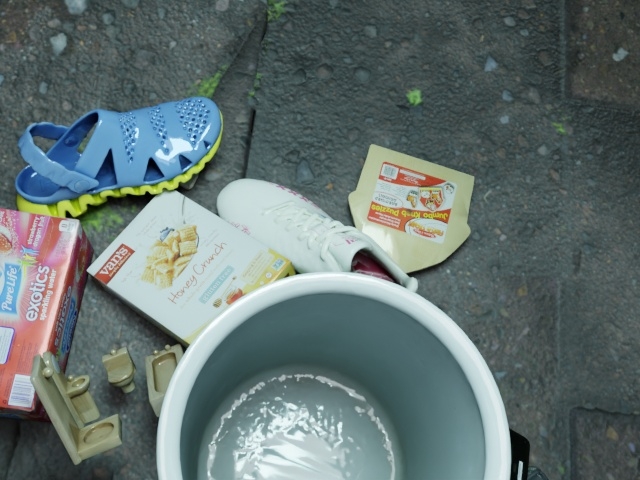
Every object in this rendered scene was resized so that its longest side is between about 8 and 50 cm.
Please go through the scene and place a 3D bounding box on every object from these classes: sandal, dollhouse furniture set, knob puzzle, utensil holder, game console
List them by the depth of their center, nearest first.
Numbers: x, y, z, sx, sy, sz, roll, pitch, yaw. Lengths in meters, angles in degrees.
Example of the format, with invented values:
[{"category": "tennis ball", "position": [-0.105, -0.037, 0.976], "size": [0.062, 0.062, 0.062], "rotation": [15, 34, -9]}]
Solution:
[{"category": "utensil holder", "position": [-0.006, 0.248, 0.902], "size": [0.327, 0.385, 0.328], "rotation": [2, 69, -6]}, {"category": "dollhouse furniture set", "position": [-0.249, 0.155, 0.967], "size": [0.151, 0.144, 0.123], "rotation": [-22, 114, -7]}, {"category": "game console", "position": [0.213, 0.304, 1.065], "size": [0.107, 0.071, 0.122], "rotation": [30, 42, -6]}, {"category": "sandal", "position": [-0.288, -0.130, 1.119], "size": [0.317, 0.138, 0.126], "rotation": [-25, 55, -12]}, {"category": "knob puzzle", "position": [0.132, -0.034, 1.213], "size": [0.213, 0.030, 0.213], "rotation": [3, 69, -7]}]

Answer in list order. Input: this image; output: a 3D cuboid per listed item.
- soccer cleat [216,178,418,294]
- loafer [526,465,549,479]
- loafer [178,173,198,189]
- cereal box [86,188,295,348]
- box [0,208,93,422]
[{"category": "soccer cleat", "position": [0.000, 0.000, 1.123], "size": [0.331, 0.143, 0.116], "rotation": [34, 69, 6]}, {"category": "loafer", "position": [0.221, 0.381, 1.046], "size": [0.223, 0.076, 0.078], "rotation": [-27, 66, -19]}, {"category": "loafer", "position": [-0.190, -0.135, 1.211], "size": [0.045, 0.039, 0.125], "rotation": [6, 62, 31]}, {"category": "cereal box", "position": [-0.180, 0.044, 1.100], "size": [0.240, 0.047, 0.173], "rotation": [30, 68, 24]}, {"category": "box", "position": [-0.395, 0.099, 1.048], "size": [0.128, 0.122, 0.257], "rotation": [8, 69, -4]}]
